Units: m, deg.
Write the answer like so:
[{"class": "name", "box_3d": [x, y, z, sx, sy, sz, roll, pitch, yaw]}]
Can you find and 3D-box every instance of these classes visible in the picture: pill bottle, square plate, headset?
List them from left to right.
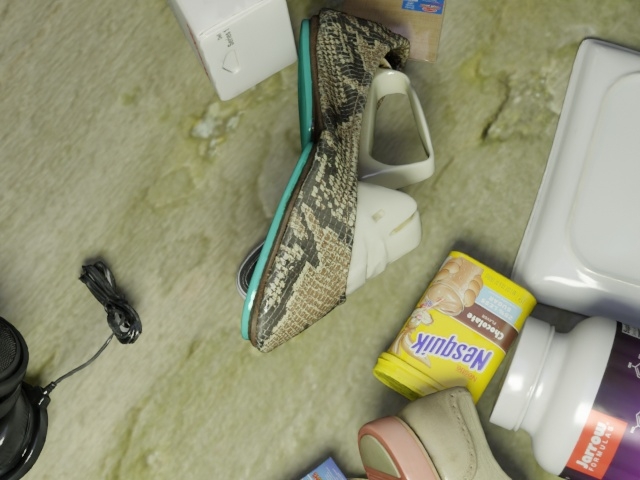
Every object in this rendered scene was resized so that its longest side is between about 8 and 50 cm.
[{"class": "headset", "box_3d": [-0.390, 0.155, 1.418, 0.394, 0.243, 0.185, -23, 53, -17]}, {"class": "pill bottle", "box_3d": [0.353, 0.195, 1.355, 0.323, 0.181, 0.181, 20, 77, 8]}, {"class": "square plate", "box_3d": [0.435, -0.052, 1.492, 0.347, 0.049, 0.344, 17, 77, 8]}]

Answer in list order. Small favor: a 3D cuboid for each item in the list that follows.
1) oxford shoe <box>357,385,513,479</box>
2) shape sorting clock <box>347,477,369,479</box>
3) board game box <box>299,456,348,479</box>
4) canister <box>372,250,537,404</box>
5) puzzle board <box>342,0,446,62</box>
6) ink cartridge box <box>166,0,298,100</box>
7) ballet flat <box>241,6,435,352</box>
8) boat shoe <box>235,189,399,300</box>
[{"class": "oxford shoe", "box_3d": [0.191, 0.342, 1.338, 0.146, 0.140, 0.397, -27, 93, -23]}, {"class": "shape sorting clock", "box_3d": [0.038, 0.369, 1.406, 0.206, 0.040, 0.206, 0, 72, 0]}, {"class": "board game box", "box_3d": [0.015, 0.351, 1.355, 0.136, 0.035, 0.201, -35, 59, -7]}, {"class": "canister", "box_3d": [0.156, 0.112, 1.454, 0.126, 0.073, 0.170, 31, 77, 10]}, {"class": "puzzle board", "box_3d": [0.090, -0.276, 1.600, 0.128, 0.011, 0.096, 9, 74, 6]}, {"class": "ink cartridge box", "box_3d": [-0.144, -0.338, 1.535, 0.117, 0.201, 0.278, -28, 74, -4]}, {"class": "ballet flat", "box_3d": [0.037, -0.079, 1.414, 0.182, 0.164, 0.482, 9, 51, 1]}, {"class": "boat shoe", "box_3d": [0.000, 0.000, 1.495, 0.228, 0.076, 0.080, -26, 74, -4]}]
